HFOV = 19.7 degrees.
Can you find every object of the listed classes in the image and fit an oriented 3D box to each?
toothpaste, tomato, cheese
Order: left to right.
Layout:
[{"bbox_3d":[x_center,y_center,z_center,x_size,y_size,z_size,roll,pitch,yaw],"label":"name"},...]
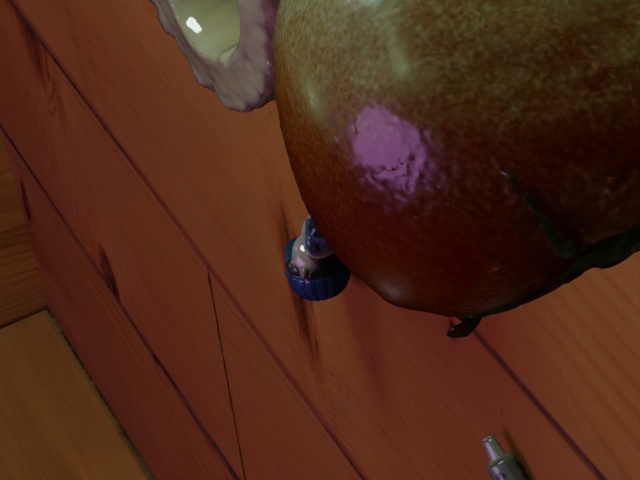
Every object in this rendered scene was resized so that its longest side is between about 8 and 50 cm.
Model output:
[{"bbox_3d":[-0.061,-0.287,1.537,0.332,0.153,0.292,65,163,-2],"label":"cheese"},{"bbox_3d":[0.118,-0.099,1.020,0.239,0.303,0.303,62,162,9],"label":"tomato"},{"bbox_3d":[0.201,0.269,1.695,0.197,0.029,0.048,62,163,4],"label":"toothpaste"}]

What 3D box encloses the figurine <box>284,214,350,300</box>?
[{"bbox_3d":[0.007,0.005,1.880,0.079,0.077,0.136,44,145,9],"label":"figurine"}]
